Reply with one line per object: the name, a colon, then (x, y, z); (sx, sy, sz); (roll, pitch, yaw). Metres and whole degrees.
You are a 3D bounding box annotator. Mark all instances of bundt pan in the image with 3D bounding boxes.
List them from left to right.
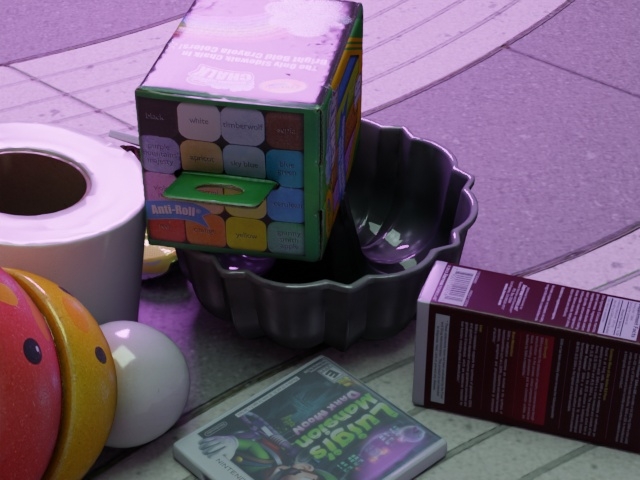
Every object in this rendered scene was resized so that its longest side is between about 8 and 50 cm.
bundt pan: (0.000, 0.000, 1.448); (0.330, 0.124, 0.331); (0, 34, 0)

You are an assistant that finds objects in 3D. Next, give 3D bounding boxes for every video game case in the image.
video game case: (-0.187, -0.109, 1.640); (0.087, 0.011, 0.122); (16, 1, 22)
video game case: (-0.010, 0.192, 1.263); (0.190, 0.022, 0.173); (-28, 44, -33)

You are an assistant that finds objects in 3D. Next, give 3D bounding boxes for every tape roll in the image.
tape roll: (-0.298, 0.010, 1.372); (0.246, 0.169, 0.246); (7, 31, -4)

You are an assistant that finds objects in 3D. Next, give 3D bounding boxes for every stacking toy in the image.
stacking toy: (-0.291, 0.120, 1.132); (0.350, 0.351, 0.480); (27, 16, 33)

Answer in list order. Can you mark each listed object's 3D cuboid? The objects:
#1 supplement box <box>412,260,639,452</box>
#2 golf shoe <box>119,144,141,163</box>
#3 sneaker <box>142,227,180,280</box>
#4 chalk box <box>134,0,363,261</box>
supplement box: (0.211, 0.109, 1.284); (0.239, 0.130, 0.073); (12, 36, 15)
golf shoe: (-0.177, -0.064, 1.606); (0.186, 0.068, 0.086); (17, 0, 36)
sneaker: (-0.221, -0.030, 1.519); (0.081, 0.094, 0.208); (-27, 44, -35)
chalk box: (-0.069, -0.099, 1.333); (0.180, 0.179, 0.289); (7, 37, 10)
